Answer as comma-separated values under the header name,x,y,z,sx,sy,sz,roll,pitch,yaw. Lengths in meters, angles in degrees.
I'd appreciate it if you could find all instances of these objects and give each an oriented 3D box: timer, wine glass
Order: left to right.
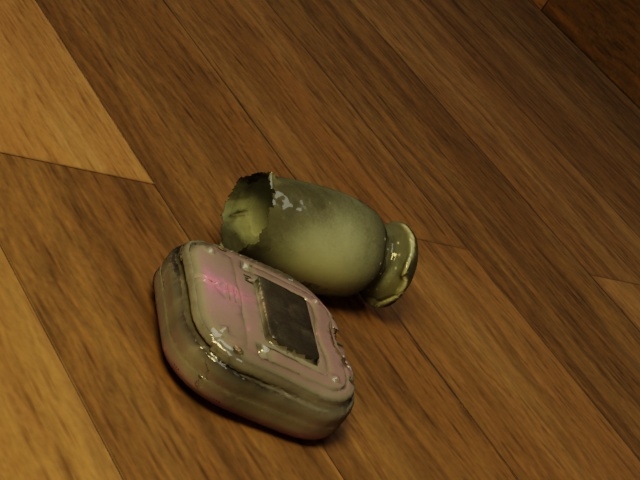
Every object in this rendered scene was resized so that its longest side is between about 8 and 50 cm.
name,x,y,z,sx,sy,sz,roll,pitch,yaw
timer,-0.060,0.087,1.482,0.190,0.069,0.208,25,23,-26
wine glass,0.000,0.000,1.671,0.204,0.111,0.111,22,26,-33
